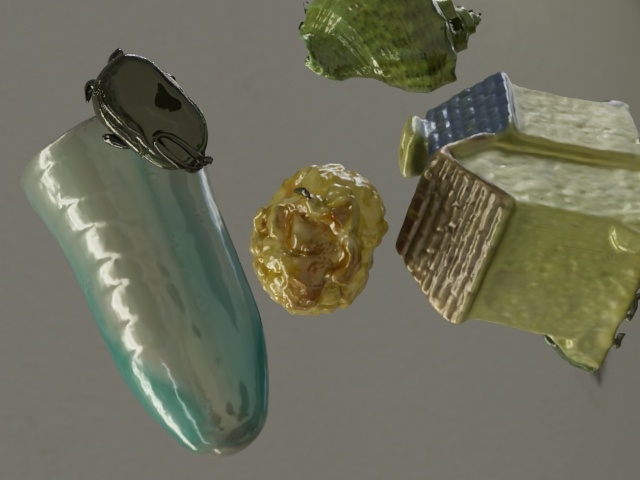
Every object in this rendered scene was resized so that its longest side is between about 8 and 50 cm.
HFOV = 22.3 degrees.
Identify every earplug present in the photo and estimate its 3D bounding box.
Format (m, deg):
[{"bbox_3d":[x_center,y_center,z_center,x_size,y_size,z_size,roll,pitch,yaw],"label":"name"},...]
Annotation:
[{"bbox_3d":[-0.138,0.051,1.520,0.185,0.185,0.324,5,-124,-60],"label":"earplug"}]

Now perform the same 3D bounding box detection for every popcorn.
[{"bbox_3d":[0.000,0.000,1.792,0.170,0.180,0.180,35,-127,-48],"label":"popcorn"}]

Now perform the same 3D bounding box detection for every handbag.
[{"bbox_3d":[-0.126,-0.091,1.217,0.111,0.047,0.072,42,-96,-9],"label":"handbag"}]

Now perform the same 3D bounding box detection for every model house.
[{"bbox_3d":[0.217,-0.027,1.860,0.321,0.266,0.261,-91,15,-54],"label":"model house"}]

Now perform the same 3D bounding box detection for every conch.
[{"bbox_3d":[0.042,-0.131,0.986,0.074,0.121,0.089,111,145,-61],"label":"conch"}]
